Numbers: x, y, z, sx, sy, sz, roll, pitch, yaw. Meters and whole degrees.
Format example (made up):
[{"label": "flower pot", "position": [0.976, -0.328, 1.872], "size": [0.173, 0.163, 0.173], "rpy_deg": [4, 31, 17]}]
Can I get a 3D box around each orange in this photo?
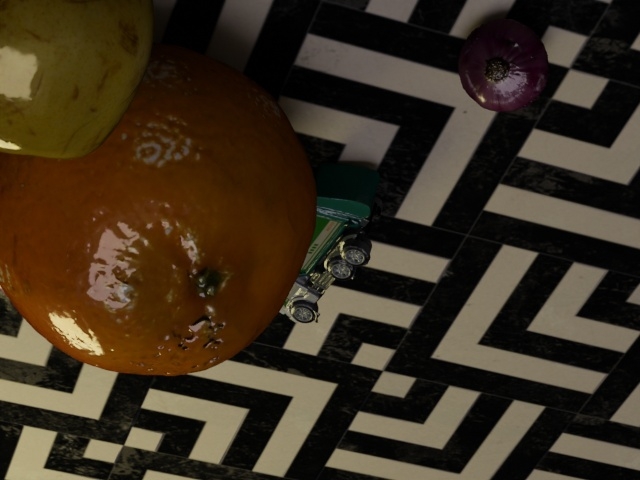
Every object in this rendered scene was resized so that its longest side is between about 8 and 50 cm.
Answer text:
[{"label": "orange", "position": [-0.203, -0.028, 1.959], "size": [0.424, 0.326, 0.424], "rpy_deg": [-13, 126, -18]}]

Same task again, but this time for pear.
[{"label": "pear", "position": [-0.307, -0.222, 1.703], "size": [0.281, 0.280, 0.280], "rpy_deg": [0, 138, 0]}]

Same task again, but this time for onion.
[{"label": "onion", "position": [0.227, -0.216, 1.982], "size": [0.115, 0.115, 0.104], "rpy_deg": [-26, 176, 27]}]

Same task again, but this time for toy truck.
[{"label": "toy truck", "position": [0.000, 0.000, 2.209], "size": [0.124, 0.114, 0.253], "rpy_deg": [31, 131, -12]}]

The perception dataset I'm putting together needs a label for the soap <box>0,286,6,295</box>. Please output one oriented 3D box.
[{"label": "soap", "position": [-0.424, -0.068, 2.136], "size": [0.193, 0.109, 0.324], "rpy_deg": [-20, 133, 20]}]
